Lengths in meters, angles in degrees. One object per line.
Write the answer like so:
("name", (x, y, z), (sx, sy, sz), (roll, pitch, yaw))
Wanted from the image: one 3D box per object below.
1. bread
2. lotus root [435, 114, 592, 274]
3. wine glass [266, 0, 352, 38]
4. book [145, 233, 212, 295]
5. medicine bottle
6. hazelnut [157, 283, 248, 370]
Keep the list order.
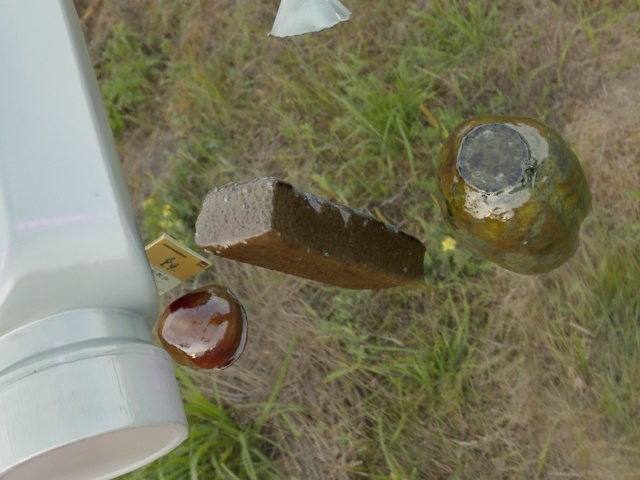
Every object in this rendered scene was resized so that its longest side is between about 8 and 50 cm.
("bread", (0.000, 0.000, 1.284), (0.165, 0.416, 0.113), (-5, 74, 38))
("lotus root", (0.314, -0.079, 1.319), (0.250, 0.346, 0.250), (-7, 73, 23))
("wine glass", (-0.033, -0.367, 1.035), (0.122, 0.183, 0.122), (-14, 25, 7))
("book", (-0.312, 0.052, 1.555), (0.172, 0.118, 0.012), (-29, 42, 35))
("medicine bottle", (-0.168, -0.010, 0.466), (0.161, 0.111, 0.296), (-53, 53, 53))
("hazelnut", (-0.228, 0.170, 1.573), (0.178, 0.204, 0.178), (-1, 82, 10))
